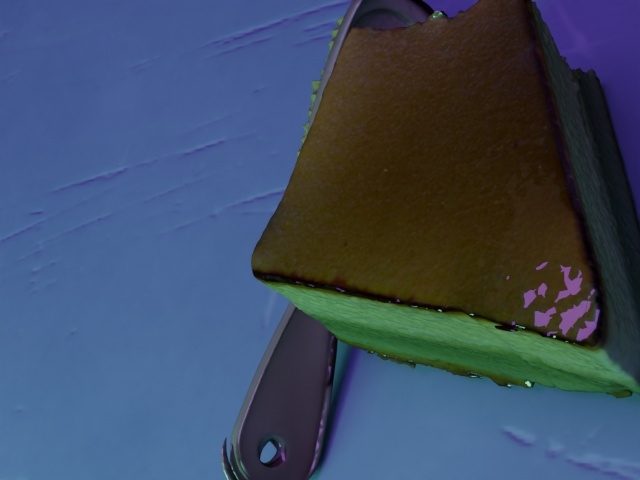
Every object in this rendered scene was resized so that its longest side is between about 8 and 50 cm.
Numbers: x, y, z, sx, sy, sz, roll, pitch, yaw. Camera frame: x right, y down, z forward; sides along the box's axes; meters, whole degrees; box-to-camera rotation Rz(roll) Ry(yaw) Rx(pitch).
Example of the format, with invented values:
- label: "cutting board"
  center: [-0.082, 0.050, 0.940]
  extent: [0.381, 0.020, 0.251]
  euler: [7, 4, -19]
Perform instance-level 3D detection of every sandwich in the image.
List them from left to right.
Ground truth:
- label: "sandwich"
  center: [0.097, -0.027, 0.895]
  extent: [0.220, 0.108, 0.186]
  euler: [12, 72, 42]

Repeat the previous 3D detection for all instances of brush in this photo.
- label: "brush"
  center: [0.001, 0.001, 1.013]
  extent: [0.067, 0.072, 0.313]
  euler: [-17, 55, 63]
